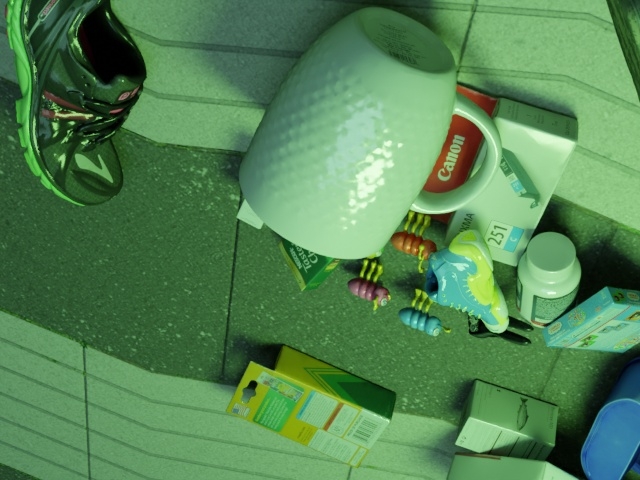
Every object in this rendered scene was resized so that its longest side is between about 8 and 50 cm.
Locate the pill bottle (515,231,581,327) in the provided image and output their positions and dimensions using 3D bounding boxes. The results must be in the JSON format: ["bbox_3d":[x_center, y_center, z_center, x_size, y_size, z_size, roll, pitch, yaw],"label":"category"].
[{"bbox_3d":[0.396,0.067,1.755,0.108,0.108,0.180,7,149,13],"label":"pill bottle"}]

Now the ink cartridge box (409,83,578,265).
[{"bbox_3d":[0.258,-0.111,1.703,0.261,0.066,0.296,18,134,2],"label":"ink cartridge box"}]

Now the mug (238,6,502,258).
[{"bbox_3d":[0.102,-0.163,1.578,0.374,0.276,0.328,21,127,-12],"label":"mug"}]

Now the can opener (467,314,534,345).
[{"bbox_3d":[0.335,0.158,1.875,0.073,0.059,0.186,-3,-178,-23],"label":"can opener"}]

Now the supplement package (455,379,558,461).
[{"bbox_3d":[0.382,0.380,2.069,0.179,0.105,0.105,18,134,2],"label":"supplement package"}]

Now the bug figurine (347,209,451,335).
[{"bbox_3d":[0.137,0.064,1.856,0.216,0.072,0.279,19,138,30],"label":"bug figurine"}]

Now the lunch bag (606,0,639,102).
[{"bbox_3d":[0.545,-0.286,1.355,0.256,0.212,0.305,-23,125,13],"label":"lunch bag"}]

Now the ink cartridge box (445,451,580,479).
[{"bbox_3d":[0.475,0.585,2.078,0.385,0.160,0.279,32,157,-26],"label":"ink cartridge box"}]

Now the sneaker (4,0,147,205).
[{"bbox_3d":[-0.399,-0.244,1.724,0.202,0.185,0.482,12,134,14],"label":"sneaker"}]

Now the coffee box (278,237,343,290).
[{"bbox_3d":[0.000,0.000,1.862,0.184,0.040,0.113,-46,62,42],"label":"coffee box"}]

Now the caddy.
[{"bbox_3d":[0.650,0.369,1.927,0.241,0.179,0.341,30,138,22],"label":"caddy"}]

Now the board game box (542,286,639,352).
[{"bbox_3d":[0.522,0.144,1.787,0.211,0.039,0.160,9,142,-36],"label":"board game box"}]

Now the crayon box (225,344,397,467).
[{"bbox_3d":[-0.022,0.354,2.196,0.323,0.083,0.203,24,133,-4],"label":"crayon box"}]

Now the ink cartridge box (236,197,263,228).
[{"bbox_3d":[-0.098,-0.096,1.818,0.052,0.088,0.122,28,133,-3],"label":"ink cartridge box"}]

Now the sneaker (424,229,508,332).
[{"bbox_3d":[0.248,0.086,1.766,0.126,0.091,0.240,-22,127,3],"label":"sneaker"}]
